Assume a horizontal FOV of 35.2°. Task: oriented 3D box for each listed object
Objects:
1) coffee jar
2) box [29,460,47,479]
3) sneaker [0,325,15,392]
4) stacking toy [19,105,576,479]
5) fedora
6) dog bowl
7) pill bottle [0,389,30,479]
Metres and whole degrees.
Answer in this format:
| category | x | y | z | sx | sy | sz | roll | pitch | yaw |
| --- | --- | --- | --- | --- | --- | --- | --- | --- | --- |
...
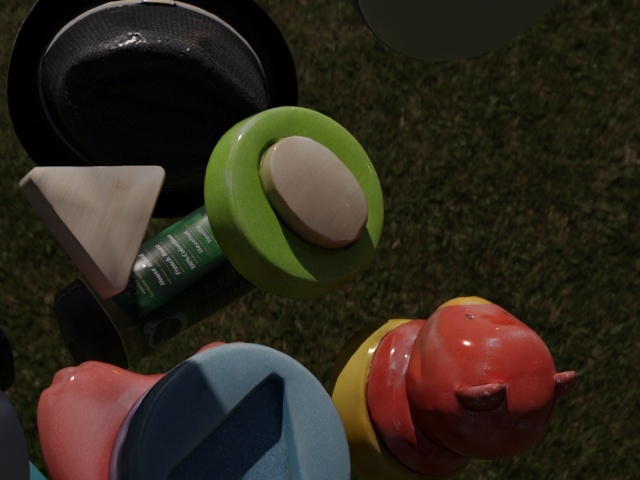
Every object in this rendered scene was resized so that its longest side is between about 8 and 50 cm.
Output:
| category | x | y | z | sx | sy | sz | roll | pitch | yaw |
| --- | --- | --- | --- | --- | --- | --- | --- | --- | --- |
| coffee jar | -0.142 | 0.043 | 0.883 | 0.184 | 0.096 | 0.079 | -32 | 68 | -21 |
| box | -0.381 | 0.353 | 1.280 | 0.100 | 0.244 | 0.060 | -27 | 30 | 7 |
| sneaker | -0.538 | 0.098 | 1.484 | 0.107 | 0.283 | 0.124 | -30 | 19 | -3 |
| stacking toy | -0.007 | 0.045 | 0.592 | 0.309 | 0.130 | 0.279 | -16 | 86 | -38 |
| fedora | -0.177 | -0.151 | 1.116 | 0.334 | 0.334 | 0.152 | -13 | 21 | -9 |
| dog bowl | 0.140 | -0.319 | 1.032 | 0.265 | 0.265 | 0.104 | -15 | 49 | -10 |
| pill bottle | -0.364 | 0.196 | 0.815 | 0.229 | 0.131 | 0.131 | -11 | 58 | -35 |
